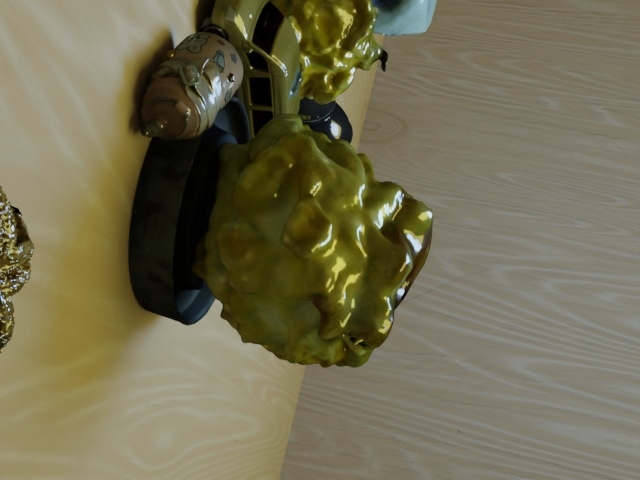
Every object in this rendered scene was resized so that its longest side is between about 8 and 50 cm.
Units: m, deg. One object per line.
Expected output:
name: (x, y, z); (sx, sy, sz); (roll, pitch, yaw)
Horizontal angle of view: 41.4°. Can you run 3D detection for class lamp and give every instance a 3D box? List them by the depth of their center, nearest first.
lamp: (-0.020, -0.284, 1.676); (0.227, 0.147, 0.172); (76, 12, -55)

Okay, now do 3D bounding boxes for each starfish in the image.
starfish: (-0.261, 0.008, 0.629); (0.146, 0.074, 0.189); (-8, 107, -75)

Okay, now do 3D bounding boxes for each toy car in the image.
toy car: (-0.090, -0.253, 1.207); (0.256, 0.124, 0.101); (91, 12, -57)

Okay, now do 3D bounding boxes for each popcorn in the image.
popcorn: (-0.018, -0.002, 1.081); (0.312, 0.312, 0.312); (12, 90, -82)
popcorn: (0.001, -0.346, 1.366); (0.249, 0.225, 0.249); (6, 90, -82)

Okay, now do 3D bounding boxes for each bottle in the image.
bottle: (-0.155, -0.176, 0.997); (0.152, 0.099, 0.099); (-63, 163, -49)

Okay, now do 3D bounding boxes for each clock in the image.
clock: (-0.171, -0.045, 1.164); (0.319, 0.066, 0.318); (12, 90, -82)

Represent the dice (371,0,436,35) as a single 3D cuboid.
dice: (0.092, -0.534, 1.562); (0.268, 0.265, 0.262); (-58, 158, -65)
